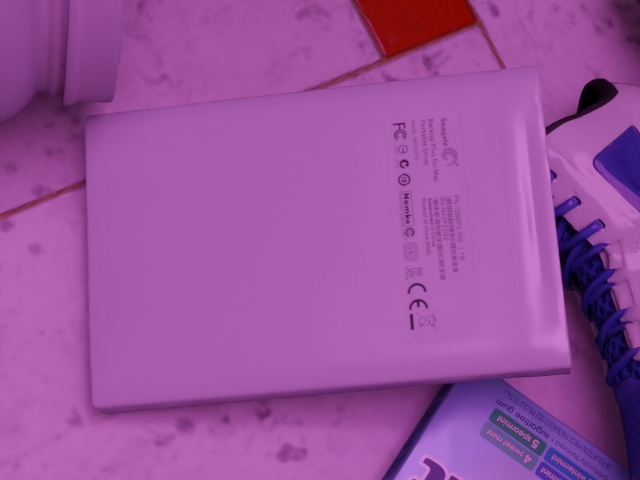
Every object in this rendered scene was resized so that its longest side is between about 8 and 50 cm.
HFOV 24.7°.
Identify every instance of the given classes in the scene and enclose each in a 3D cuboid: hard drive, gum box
[{"bbox_3d":[0.000,0.000,0.965,0.308,0.040,0.203,-6,75,8],"label":"hard drive"},{"bbox_3d":[0.112,0.199,0.986,0.157,0.041,0.184,36,71,-1],"label":"gum box"}]

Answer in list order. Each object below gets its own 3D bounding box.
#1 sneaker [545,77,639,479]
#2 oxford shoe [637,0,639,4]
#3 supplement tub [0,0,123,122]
[{"bbox_3d":[0.204,0.014,1.023,0.182,0.127,0.315,11,64,-4],"label":"sneaker"},{"bbox_3d":[0.388,-0.222,1.124,0.348,0.123,0.130,-11,42,-29],"label":"oxford shoe"},{"bbox_3d":[-0.293,-0.193,0.907,0.331,0.241,0.241,2,74,-11],"label":"supplement tub"}]
